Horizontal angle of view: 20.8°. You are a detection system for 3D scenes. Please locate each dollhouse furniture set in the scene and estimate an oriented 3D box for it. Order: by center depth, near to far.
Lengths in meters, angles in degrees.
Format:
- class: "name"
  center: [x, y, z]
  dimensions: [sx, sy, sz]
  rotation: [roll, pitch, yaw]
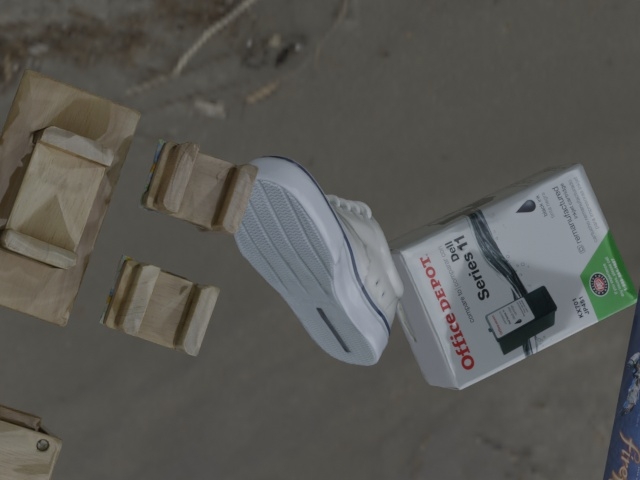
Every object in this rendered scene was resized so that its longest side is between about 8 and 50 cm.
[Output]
- class: "dollhouse furniture set"
  center: [-0.187, 0.024, 1.060]
  dimensions: [0.212, 0.242, 0.161]
  rotation: [20, 174, -16]

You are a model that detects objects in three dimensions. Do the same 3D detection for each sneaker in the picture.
- class: "sneaker"
  center: [0.000, 0.000, 1.432]
  dimensions: [0.094, 0.091, 0.258]
  rotation: [8, 149, 25]

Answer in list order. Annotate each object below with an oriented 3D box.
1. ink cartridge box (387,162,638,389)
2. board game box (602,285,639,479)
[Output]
- class: "ink cartridge box"
  center: [0.178, 0.035, 1.687]
  dimensions: [0.208, 0.087, 0.153]
  rotation: [-26, 95, -14]
- class: "board game box"
  center: [0.314, 0.129, 1.431]
  dimensions: [0.165, 0.243, 0.042]
  rotation: [19, 169, -37]
